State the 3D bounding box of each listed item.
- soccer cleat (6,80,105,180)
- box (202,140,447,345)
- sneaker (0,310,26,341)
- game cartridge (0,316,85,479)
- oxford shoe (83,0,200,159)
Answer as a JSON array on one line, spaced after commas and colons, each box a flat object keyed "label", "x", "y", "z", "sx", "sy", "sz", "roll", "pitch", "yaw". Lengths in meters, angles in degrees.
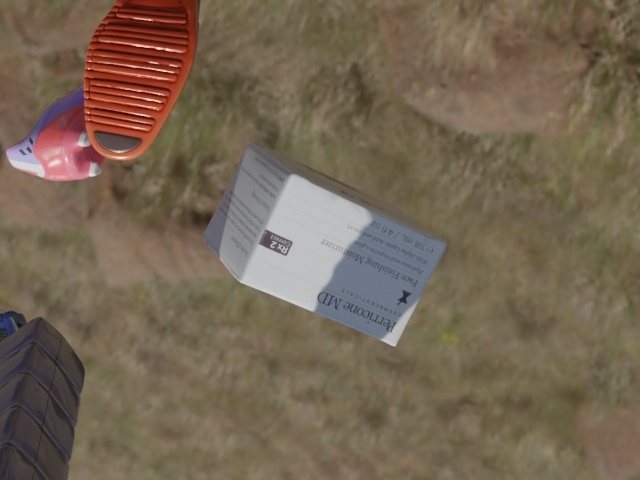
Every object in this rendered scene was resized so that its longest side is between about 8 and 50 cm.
[{"label": "soccer cleat", "x": -0.233, "y": -0.144, "z": 1.431, "sx": 0.095, "sy": 0.248, "sz": 0.083, "roll": 4, "pitch": 127, "yaw": 19}, {"label": "box", "x": 0.000, "y": 0.000, "z": 1.383, "sx": 0.181, "sy": 0.119, "sz": 0.182, "roll": 23, "pitch": -174, "yaw": -21}, {"label": "sneaker", "x": -0.404, "y": 0.065, "z": 1.495, "sx": 0.221, "sy": 0.087, "sz": 0.083, "roll": 34, "pitch": -179, "yaw": 13}, {"label": "game cartridge", "x": -0.284, "y": 0.189, "z": 0.718, "sx": 0.068, "sy": 0.355, "sz": 0.230, "roll": 52, "pitch": -171, "yaw": -24}, {"label": "oxford shoe", "x": -0.153, "y": -0.194, "z": 1.287, "sx": 0.097, "sy": 0.271, "sz": 0.098, "roll": 13, "pitch": 165, "yaw": 4}]
